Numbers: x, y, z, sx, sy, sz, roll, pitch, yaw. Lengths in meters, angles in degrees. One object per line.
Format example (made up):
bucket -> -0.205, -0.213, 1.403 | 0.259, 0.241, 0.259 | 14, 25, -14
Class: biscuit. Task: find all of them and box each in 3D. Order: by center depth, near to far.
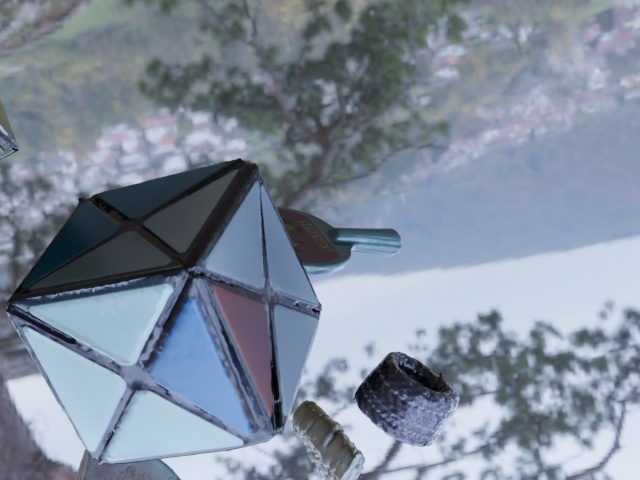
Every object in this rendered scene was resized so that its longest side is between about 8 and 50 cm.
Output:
biscuit -> 0.014, 0.370, 2.074 | 0.084, 0.179, 0.281 | -33, 168, -8

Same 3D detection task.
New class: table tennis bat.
table tennis bat -> 0.000, 0.000, 1.493 | 0.244, 0.040, 0.153 | 2, -148, -30

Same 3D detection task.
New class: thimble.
thimble -> 0.086, 0.158, 1.151 | 0.095, 0.066, 0.104 | 40, -168, 38

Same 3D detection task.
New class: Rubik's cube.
Rubik's cube -> -0.167, 0.082, 1.310 | 0.246, 0.250, 0.248 | -12, -153, 21

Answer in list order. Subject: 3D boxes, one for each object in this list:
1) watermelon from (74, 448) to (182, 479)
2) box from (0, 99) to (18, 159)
watermelon -> -0.257, 0.413, 1.558 | 0.188, 0.322, 0.175 | 13, -165, -14
box -> -0.657, -0.196, 1.514 | 0.420, 0.373, 0.138 | -27, 156, 3
